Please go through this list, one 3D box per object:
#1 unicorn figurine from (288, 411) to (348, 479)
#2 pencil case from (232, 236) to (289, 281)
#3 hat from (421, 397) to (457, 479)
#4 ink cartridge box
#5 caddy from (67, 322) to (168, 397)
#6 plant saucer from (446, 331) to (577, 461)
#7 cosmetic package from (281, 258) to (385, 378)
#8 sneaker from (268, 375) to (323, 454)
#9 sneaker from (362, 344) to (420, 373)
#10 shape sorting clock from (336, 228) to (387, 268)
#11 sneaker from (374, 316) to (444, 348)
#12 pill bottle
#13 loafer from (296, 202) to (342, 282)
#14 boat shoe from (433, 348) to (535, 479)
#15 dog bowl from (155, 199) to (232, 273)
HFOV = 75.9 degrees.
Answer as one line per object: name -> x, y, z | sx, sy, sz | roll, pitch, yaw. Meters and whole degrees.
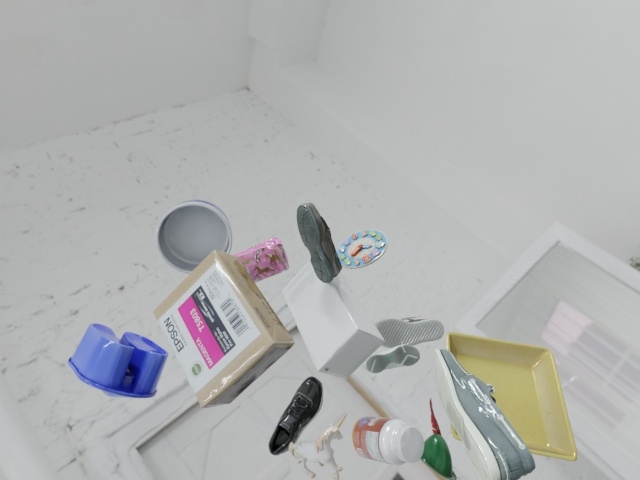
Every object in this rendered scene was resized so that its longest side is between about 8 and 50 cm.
unicorn figurine -> 0.001, 0.419, 0.811 | 0.161, 0.111, 0.060 | -22, 15, 21
pencil case -> -0.328, 0.116, 1.808 | 0.385, 0.160, 0.167 | -20, -14, 3
hat -> 0.460, 0.746, 1.536 | 0.184, 0.208, 0.173 | -58, -17, -1
ink cartridge box -> -0.194, 0.168, 0.802 | 0.193, 0.235, 0.088 | -44, -25, 8
caddy -> -0.639, 0.394, 1.292 | 0.241, 0.341, 0.179 | 32, -106, -40
plant saucer -> 0.536, 0.458, 1.217 | 0.081, 0.332, 0.333 | 95, -174, -47
cosmetic package -> 0.028, 0.247, 1.370 | 0.197, 0.366, 0.155 | -46, -48, 14
sneaker -> -0.082, 0.610, 1.415 | 0.284, 0.107, 0.124 | -62, -18, -7
sneaker -> 0.176, 0.297, 1.034 | 0.152, 0.054, 0.061 | -7, -15, -15
shape sorting clock -> 0.153, 0.028, 1.547 | 0.206, 0.206, 0.040 | -42, -50, -16
sneaker -> 0.343, 0.383, 1.704 | 0.320, 0.126, 0.127 | 3, -11, -17
pill bottle -> 0.197, 0.590, 1.212 | 0.121, 0.121, 0.216 | -33, 3, -36
loafer -> 0.000, 0.000, 1.285 | 0.084, 0.096, 0.268 | -31, -65, -36
boat shoe -> 0.321, 0.346, 0.853 | 0.098, 0.319, 0.116 | -10, -63, -1
dog bowl -> -0.458, -0.016, 1.510 | 0.265, 0.265, 0.104 | -48, 18, 3
